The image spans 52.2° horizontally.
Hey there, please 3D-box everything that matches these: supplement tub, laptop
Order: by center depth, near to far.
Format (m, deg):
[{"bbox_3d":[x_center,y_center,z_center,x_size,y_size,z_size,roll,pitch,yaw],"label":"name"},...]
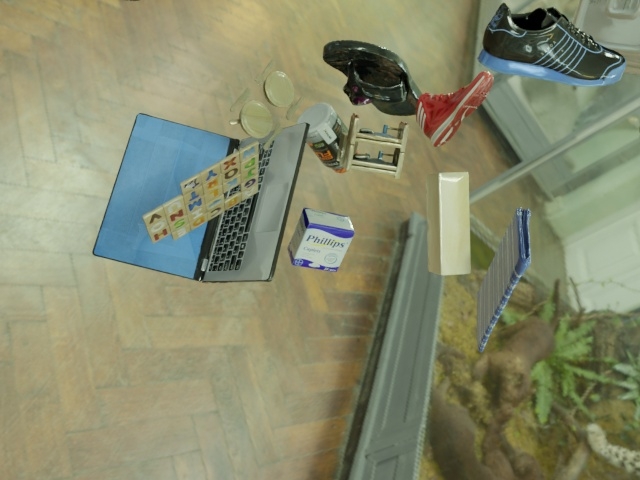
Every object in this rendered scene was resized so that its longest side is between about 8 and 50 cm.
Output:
[{"bbox_3d":[-0.278,-0.115,1.511,0.236,0.408,0.381,26,70,-40],"label":"laptop"},{"bbox_3d":[0.027,-0.280,1.815,0.190,0.117,0.117,48,30,-41],"label":"supplement tub"}]

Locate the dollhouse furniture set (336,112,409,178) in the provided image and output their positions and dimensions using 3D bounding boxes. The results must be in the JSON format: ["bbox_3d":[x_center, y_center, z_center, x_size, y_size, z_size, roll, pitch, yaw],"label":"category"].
[{"bbox_3d":[0.121,-0.234,1.566,0.129,0.128,0.183,8,13,-7],"label":"dollhouse furniture set"}]

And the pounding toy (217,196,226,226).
[{"bbox_3d":[-0.216,-0.102,1.778,0.094,0.206,0.181,-129,-163,-60],"label":"pounding toy"}]

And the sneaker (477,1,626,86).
[{"bbox_3d":[0.348,-0.285,0.946,0.232,0.090,0.081,2,42,-13],"label":"sneaker"}]

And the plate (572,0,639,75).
[{"bbox_3d":[0.604,-0.467,1.262,0.045,0.277,0.278,3,18,-33],"label":"plate"}]

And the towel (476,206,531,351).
[{"bbox_3d":[0.484,0.103,1.729,0.040,0.336,0.243,15,40,3],"label":"towel"}]

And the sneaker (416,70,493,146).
[{"bbox_3d":[0.312,-0.350,1.605,0.128,0.221,0.087,51,30,20],"label":"sneaker"}]

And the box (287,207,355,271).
[{"bbox_3d":[0.000,0.000,1.644,0.126,0.137,0.072,10,34,-20],"label":"box"}]

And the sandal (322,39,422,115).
[{"bbox_3d":[0.150,-0.372,1.621,0.446,0.168,0.107,19,75,-59],"label":"sandal"}]

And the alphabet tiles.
[{"bbox_3d":[-0.214,-0.078,1.205,0.237,0.198,0.009,-33,75,-17],"label":"alphabet tiles"}]

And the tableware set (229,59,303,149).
[{"bbox_3d":[-0.129,-0.313,1.520,0.128,0.039,0.194,49,57,-26],"label":"tableware set"}]

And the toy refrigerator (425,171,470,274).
[{"bbox_3d":[0.346,-0.047,1.757,0.102,0.094,0.269,-163,-109,-79],"label":"toy refrigerator"}]
